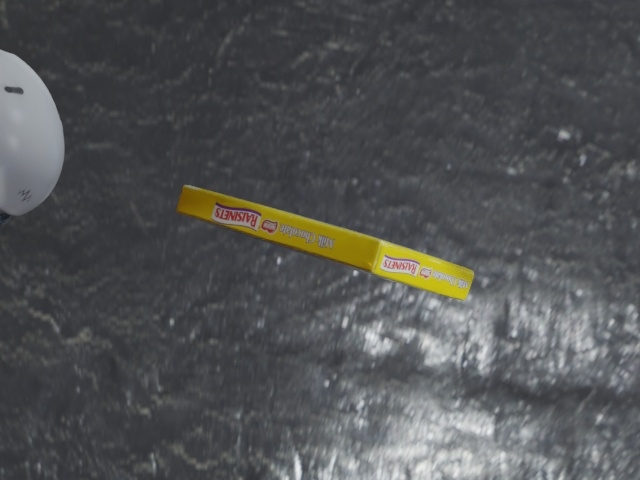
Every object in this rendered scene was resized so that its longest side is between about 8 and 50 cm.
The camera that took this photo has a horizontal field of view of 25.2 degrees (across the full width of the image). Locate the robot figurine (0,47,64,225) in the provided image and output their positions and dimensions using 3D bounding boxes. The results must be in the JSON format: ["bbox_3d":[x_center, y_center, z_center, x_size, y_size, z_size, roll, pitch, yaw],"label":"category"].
[{"bbox_3d":[-0.373,-0.075,1.314,0.278,0.173,0.209,-21,23,9],"label":"robot figurine"}]

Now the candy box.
[{"bbox_3d":[0.000,0.000,1.027,0.206,0.105,0.027,17,92,44],"label":"candy box"}]
